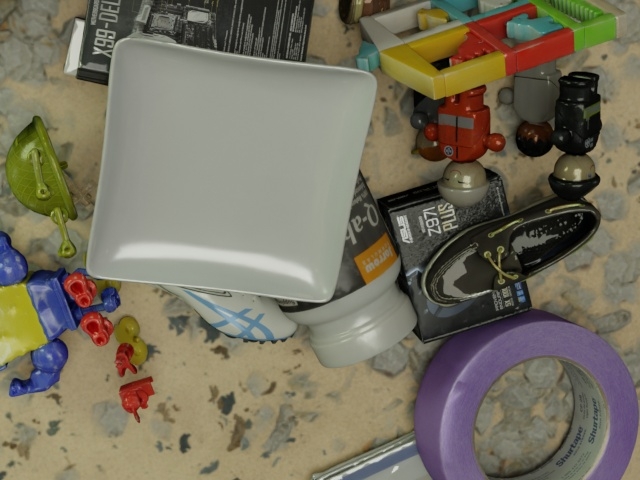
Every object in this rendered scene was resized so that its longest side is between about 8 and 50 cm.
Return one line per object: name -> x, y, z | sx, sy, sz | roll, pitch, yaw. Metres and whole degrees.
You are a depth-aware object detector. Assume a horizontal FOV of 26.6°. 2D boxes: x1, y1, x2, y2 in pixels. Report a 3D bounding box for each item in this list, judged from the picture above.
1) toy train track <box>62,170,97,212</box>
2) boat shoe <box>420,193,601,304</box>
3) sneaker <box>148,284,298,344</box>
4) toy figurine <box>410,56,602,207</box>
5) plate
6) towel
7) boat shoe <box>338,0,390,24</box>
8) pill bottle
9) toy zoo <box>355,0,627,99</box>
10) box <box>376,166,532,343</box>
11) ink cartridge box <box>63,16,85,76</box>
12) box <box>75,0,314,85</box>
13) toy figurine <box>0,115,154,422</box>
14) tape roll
toy train track -> -0.300, -0.067, 1.622 | 0.048, 0.014, 0.083 | -41, 104, 0
boat shoe -> 0.226, 0.011, 1.615 | 0.227, 0.068, 0.081 | -29, 104, -4
sneaker -> -0.126, 0.049, 1.633 | 0.237, 0.085, 0.086 | 29, 117, -12
toy figurine -> 0.215, -0.133, 1.595 | 0.213, 0.209, 0.148 | -6, 111, -11
plate -> -0.098, -0.075, 1.453 | 0.277, 0.045, 0.278 | 7, 115, -10
towel -> 0.125, 0.390, 1.773 | 0.209, 0.034, 0.285 | -24, 106, -6
boat shoe -> 0.066, -0.343, 1.607 | 0.060, 0.064, 0.178 | 4, 108, -18
pill bottle -> 0.000, 0.000, 1.607 | 0.162, 0.162, 0.278 | -27, 103, -3
toy zoo -> 0.175, -0.239, 1.555 | 0.293, 0.192, 0.030 | -20, 126, -15
box -> 0.166, 0.017, 1.682 | 0.147, 0.077, 0.180 | -16, 103, -6
ink cartridge box -> -0.192, -0.204, 1.561 | 0.198, 0.115, 0.067 | 13, 98, -13
box -> -0.123, -0.306, 1.477 | 0.242, 0.076, 0.308 | 8, 86, -12
toy figurine -> -0.354, 0.066, 1.554 | 0.217, 0.191, 0.363 | -19, 108, 2
tape roll -> 0.261, 0.228, 1.715 | 0.274, 0.090, 0.275 | -3, 99, -18
